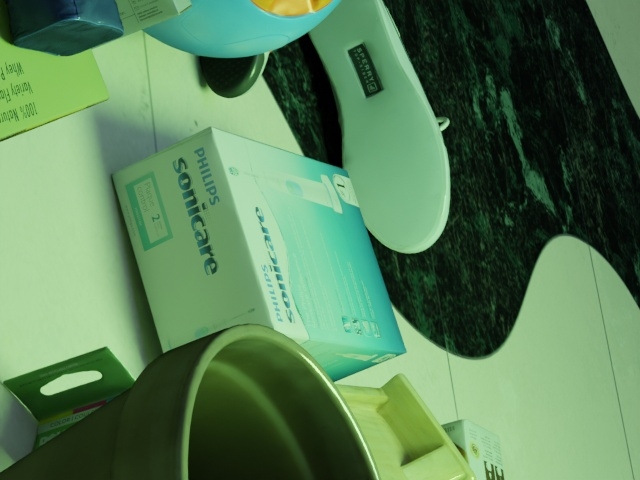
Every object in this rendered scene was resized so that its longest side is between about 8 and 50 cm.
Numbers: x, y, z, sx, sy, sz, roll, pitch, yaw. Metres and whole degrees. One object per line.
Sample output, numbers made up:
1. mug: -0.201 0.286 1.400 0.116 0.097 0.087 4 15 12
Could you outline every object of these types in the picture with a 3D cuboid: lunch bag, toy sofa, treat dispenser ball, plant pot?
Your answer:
1. lunch bag: -0.201 -0.188 1.508 0.098 0.067 0.065 6 68 -65
2. toy sofa: -0.010 0.230 1.906 0.150 0.177 0.362 54 18 22
3. treat dispenser ball: -0.094 -0.326 1.898 0.288 0.288 0.288 45 36 -46
4. plant pot: -0.129 0.251 1.437 0.323 0.280 0.323 43 37 -46

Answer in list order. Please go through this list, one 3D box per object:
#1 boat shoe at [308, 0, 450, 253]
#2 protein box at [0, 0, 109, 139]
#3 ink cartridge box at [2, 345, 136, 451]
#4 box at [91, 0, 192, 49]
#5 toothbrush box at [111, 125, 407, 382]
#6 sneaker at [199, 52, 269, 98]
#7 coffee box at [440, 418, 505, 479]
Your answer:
1. boat shoe: 0.077 -0.156 2.362 0.367 0.136 0.156 69 14 11
2. protein box: -0.301 -0.170 1.535 0.201 0.136 0.200 69 24 -6
3. ink cartridge box: -0.169 0.188 1.605 0.209 0.109 0.062 54 29 -35
4. box: -0.221 -0.273 1.766 0.186 0.145 0.038 67 24 -12
5. toothbrush box: -0.055 0.027 1.915 0.295 0.126 0.216 13 56 -64
6. sneaker: -0.063 -0.249 2.149 0.145 0.090 0.270 39 38 -47
7. coffee box: 0.133 0.337 2.103 0.098 0.141 0.246 32 45 -56
